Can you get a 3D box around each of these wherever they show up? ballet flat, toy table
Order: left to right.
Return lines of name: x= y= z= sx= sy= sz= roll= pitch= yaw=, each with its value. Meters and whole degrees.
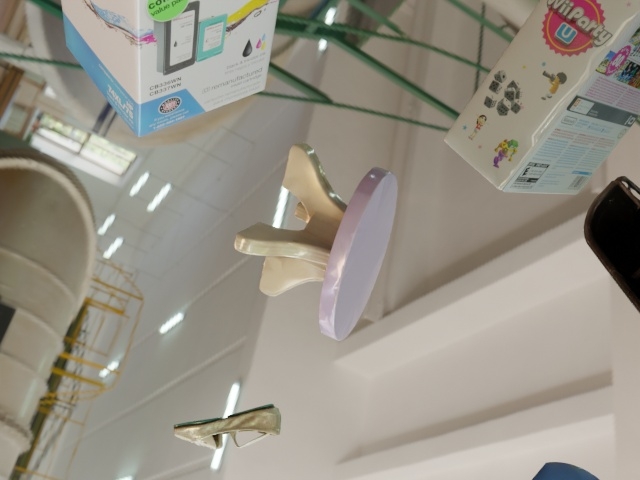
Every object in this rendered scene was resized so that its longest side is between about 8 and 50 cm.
ballet flat: x=-0.138 y=0.280 z=1.102 sx=0.168 sy=0.057 sz=0.052 roll=-14 pitch=-107 yaw=10
toy table: x=0.000 y=0.000 z=1.145 sx=0.252 sy=0.161 sz=0.274 roll=-13 pitch=124 yaw=-66

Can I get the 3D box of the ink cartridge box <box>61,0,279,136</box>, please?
ink cartridge box: x=-0.181 y=-0.308 z=0.896 sx=0.197 sy=0.198 sz=0.270 roll=50 pitch=-30 yaw=22

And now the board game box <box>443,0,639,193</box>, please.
board game box: x=0.299 y=-0.196 z=0.814 sx=0.097 sy=0.224 sz=0.303 roll=47 pitch=-62 yaw=26

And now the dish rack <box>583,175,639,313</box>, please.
dish rack: x=0.285 y=-0.034 z=0.370 sx=0.271 sy=0.074 sz=0.208 roll=-51 pitch=-149 yaw=23

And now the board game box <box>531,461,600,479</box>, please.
board game box: x=0.325 y=0.386 z=1.019 sx=0.168 sy=0.133 sz=0.033 roll=-39 pitch=157 yaw=-26
